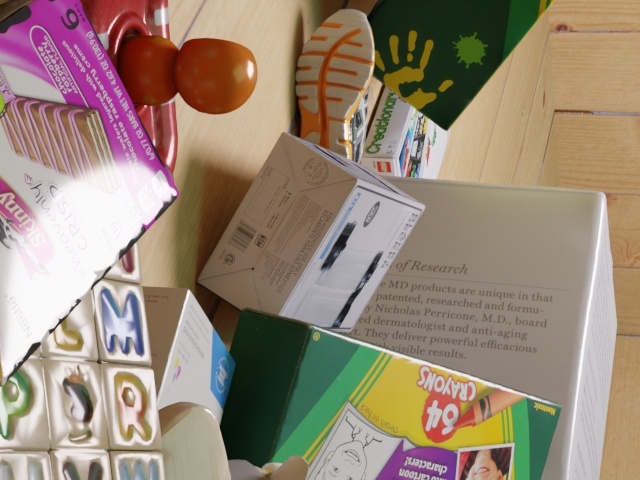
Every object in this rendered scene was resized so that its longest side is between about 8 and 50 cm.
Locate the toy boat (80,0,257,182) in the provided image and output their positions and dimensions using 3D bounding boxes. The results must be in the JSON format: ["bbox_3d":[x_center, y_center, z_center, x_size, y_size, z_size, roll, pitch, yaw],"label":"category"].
[{"bbox_3d":[-0.118,-0.124,1.055,0.151,0.151,0.231,-49,139,-65],"label":"toy boat"}]

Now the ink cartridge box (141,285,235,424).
[{"bbox_3d":[-0.143,0.166,1.149,0.134,0.078,0.231,65,33,-56],"label":"ink cartridge box"}]

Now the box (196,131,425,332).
[{"bbox_3d":[0.000,0.000,1.478,0.169,0.087,0.290,-59,164,4],"label":"box"}]

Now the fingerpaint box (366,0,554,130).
[{"bbox_3d":[0.232,-0.382,1.814,0.371,0.163,0.445,-51,-176,26],"label":"fingerpaint box"}]

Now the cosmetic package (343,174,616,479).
[{"bbox_3d":[0.171,0.178,1.779,0.329,0.327,0.394,69,30,-55],"label":"cosmetic package"}]

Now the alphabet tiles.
[{"bbox_3d":[-0.187,0.067,0.877,0.285,0.011,0.343,14,63,-58],"label":"alphabet tiles"}]

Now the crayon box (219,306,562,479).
[{"bbox_3d":[0.042,0.259,1.373,0.363,0.106,0.313,20,83,-41],"label":"crayon box"}]

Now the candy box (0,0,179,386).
[{"bbox_3d":[-0.186,-0.035,0.846,0.159,0.071,0.233,64,30,-19],"label":"candy box"}]

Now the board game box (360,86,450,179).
[{"bbox_3d":[0.122,-0.133,2.035,0.305,0.053,0.193,-70,157,-46],"label":"board game box"}]

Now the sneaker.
[{"bbox_3d":[0.018,-0.150,1.645,0.083,0.084,0.215,-22,125,-71],"label":"sneaker"}]

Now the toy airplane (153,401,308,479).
[{"bbox_3d":[-0.058,0.356,1.079,0.386,0.384,0.272,-58,-158,-2],"label":"toy airplane"}]
